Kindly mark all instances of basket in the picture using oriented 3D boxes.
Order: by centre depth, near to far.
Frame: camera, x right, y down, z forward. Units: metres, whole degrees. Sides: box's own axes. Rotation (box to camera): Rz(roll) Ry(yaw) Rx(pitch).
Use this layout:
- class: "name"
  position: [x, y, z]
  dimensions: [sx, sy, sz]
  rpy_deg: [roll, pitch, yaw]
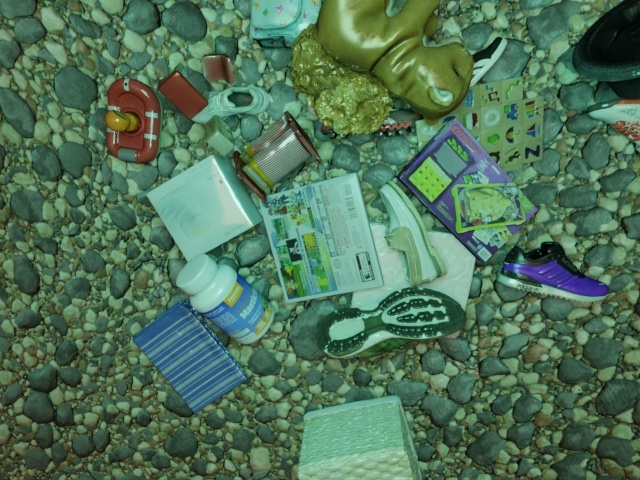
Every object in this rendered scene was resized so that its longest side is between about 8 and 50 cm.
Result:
- class: "basket"
  position: [0.131, 0.696, 1.201]
  dimensions: [0.332, 0.266, 0.327]
  rpy_deg: [-14, 98, 6]

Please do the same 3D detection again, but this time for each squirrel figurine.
- class: "squirrel figurine"
  position: [0.142, -0.397, 0.941]
  dimensions: [0.397, 0.281, 0.370]
  rpy_deg: [-44, 92, 0]

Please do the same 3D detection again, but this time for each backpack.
- class: "backpack"
  position: [-0.084, -0.590, 1.033]
  dimensions: [0.189, 0.144, 0.165]
  rpy_deg: [4, 96, 1]

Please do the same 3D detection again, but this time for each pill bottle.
- class: "pill bottle"
  position: [-0.268, 0.164, 1.138]
  dimensions: [0.152, 0.152, 0.272]
  rpy_deg: [-33, 124, 10]

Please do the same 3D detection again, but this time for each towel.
- class: "towel"
  position: [0.268, 0.117, 1.183]
  dimensions: [0.333, 0.053, 0.316]
  rpy_deg: [9, 101, 3]
- class: "towel"
  position: [-0.425, 0.382, 1.302]
  dimensions: [0.243, 0.040, 0.335]
  rpy_deg: [-36, 96, 11]

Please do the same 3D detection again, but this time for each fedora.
- class: "fedora"
  position: [0.793, -0.456, 0.948]
  dimensions: [0.334, 0.334, 0.152]
  rpy_deg: [-40, 125, 11]

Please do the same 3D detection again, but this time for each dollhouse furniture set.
- class: "dollhouse furniture set"
  position: [-0.192, -0.296, 1.007]
  dimensions: [0.201, 0.152, 0.374]
  rpy_deg: [-36, 130, 11]

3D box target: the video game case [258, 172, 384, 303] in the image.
- class: "video game case"
  position: [0.000, 0.000, 1.161]
  dimensions: [0.300, 0.036, 0.328]
  rpy_deg: [-13, 96, 16]

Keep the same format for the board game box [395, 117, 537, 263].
- class: "board game box"
  position: [0.391, -0.125, 1.068]
  dimensions: [0.347, 0.056, 0.208]
  rpy_deg: [43, 98, -14]

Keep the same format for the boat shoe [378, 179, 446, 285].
- class: "boat shoe"
  position: [0.226, -0.012, 1.079]
  dimensions: [0.104, 0.113, 0.302]
  rpy_deg: [-30, 98, 3]

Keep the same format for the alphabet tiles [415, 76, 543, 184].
- class: "alphabet tiles"
  position: [0.429, -0.267, 1.075]
  dimensions: [0.343, 0.011, 0.284]
  rpy_deg: [-12, 111, -2]

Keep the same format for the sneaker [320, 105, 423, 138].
- class: "sneaker"
  position: [0.138, -0.345, 1.081]
  dimensions: [0.277, 0.097, 0.134]
  rpy_deg: [1, 100, 4]

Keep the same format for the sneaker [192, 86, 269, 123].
- class: "sneaker"
  position: [-0.265, -0.380, 1.100]
  dimensions: [0.233, 0.115, 0.090]
  rpy_deg: [-12, 99, 7]

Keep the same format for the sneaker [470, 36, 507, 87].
- class: "sneaker"
  position: [0.370, -0.462, 1.047]
  dimensions: [0.121, 0.079, 0.216]
  rpy_deg: [38, 103, -4]

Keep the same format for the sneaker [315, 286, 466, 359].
- class: "sneaker"
  position: [0.200, 0.254, 1.143]
  dimensions: [0.411, 0.157, 0.182]
  rpy_deg: [-13, 143, 10]

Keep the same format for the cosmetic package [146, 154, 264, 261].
- class: "cosmetic package"
  position: [-0.323, -0.094, 1.151]
  dimensions: [0.224, 0.138, 0.224]
  rpy_deg: [-28, 99, 10]

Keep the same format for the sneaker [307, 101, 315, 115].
- class: "sneaker"
  position: [-0.009, -0.411, 1.096]
  dimensions: [0.051, 0.070, 0.134]
  rpy_deg: [12, 103, 1]

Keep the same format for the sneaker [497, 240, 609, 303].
- class: "sneaker"
  position: [0.661, 0.079, 1.116]
  dimensions: [0.294, 0.102, 0.145]
  rpy_deg: [10, 101, 3]

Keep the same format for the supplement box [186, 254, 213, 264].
- class: "supplement box"
  position: [-0.382, 0.088, 1.241]
  dimensions: [0.062, 0.036, 0.098]
  rpy_deg: [25, 102, 0]

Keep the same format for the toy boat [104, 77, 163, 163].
- class: "toy boat"
  position: [-0.536, -0.331, 1.115]
  dimensions: [0.151, 0.151, 0.230]
  rpy_deg: [9, 102, 3]

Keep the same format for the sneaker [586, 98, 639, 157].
- class: "sneaker"
  position: [0.829, -0.281, 1.037]
  dimensions: [0.271, 0.090, 0.144]
  rpy_deg: [3, 99, 2]
